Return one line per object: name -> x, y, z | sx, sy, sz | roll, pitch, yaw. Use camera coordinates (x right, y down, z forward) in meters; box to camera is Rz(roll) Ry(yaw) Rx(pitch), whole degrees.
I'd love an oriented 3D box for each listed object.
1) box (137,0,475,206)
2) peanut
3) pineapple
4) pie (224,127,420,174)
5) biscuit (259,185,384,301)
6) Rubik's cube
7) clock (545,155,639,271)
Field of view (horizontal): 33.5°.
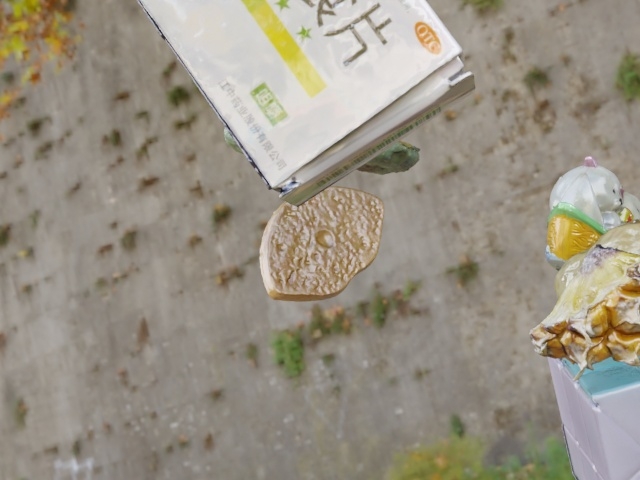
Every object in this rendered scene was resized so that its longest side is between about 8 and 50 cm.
box -> -0.044, -0.201, 0.821 | 0.173, 0.332, 0.145 | -36, -4, 6
peanut -> 0.326, 0.038, 1.132 | 0.120, 0.110, 0.236 | -20, -2, -20
pineapple -> 0.238, 0.050, 0.890 | 0.137, 0.069, 0.116 | -27, 26, 26
pie -> 0.002, -0.140, 1.560 | 0.303, 0.066, 0.302 | 8, 2, 0
biscuit -> 0.000, 0.000, 1.423 | 0.221, 0.142, 0.029 | -45, 0, -30
Rubik's cube -> 0.454, 0.239, 1.414 | 0.231, 0.221, 0.224 | -15, 14, 2
clock -> 0.360, -0.020, 1.396 | 0.103, 0.144, 0.231 | 13, -8, 32
